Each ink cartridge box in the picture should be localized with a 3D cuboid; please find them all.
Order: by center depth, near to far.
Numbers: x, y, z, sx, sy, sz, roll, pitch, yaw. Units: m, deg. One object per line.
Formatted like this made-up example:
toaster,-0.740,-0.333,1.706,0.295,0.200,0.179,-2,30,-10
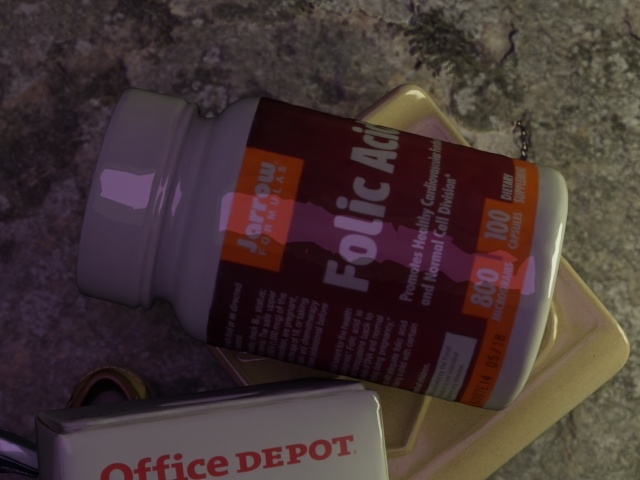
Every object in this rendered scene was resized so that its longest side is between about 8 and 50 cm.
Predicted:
ink cartridge box,-0.082,0.321,1.403,0.279,0.160,0.385,-6,92,-19

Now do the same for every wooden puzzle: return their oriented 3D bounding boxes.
wooden puzzle,0.071,0.074,1.582,0.322,0.080,0.348,-37,84,-7

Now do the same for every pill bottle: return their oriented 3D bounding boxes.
pill bottle,0.000,0.000,1.436,0.392,0.224,0.224,13,78,-1

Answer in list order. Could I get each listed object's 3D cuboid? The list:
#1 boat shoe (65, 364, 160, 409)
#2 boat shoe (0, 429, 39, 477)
boat shoe,-0.205,0.272,1.515,0.123,0.116,0.324,-3,77,0
boat shoe,-0.348,0.212,1.562,0.183,0.065,0.083,17,86,7
